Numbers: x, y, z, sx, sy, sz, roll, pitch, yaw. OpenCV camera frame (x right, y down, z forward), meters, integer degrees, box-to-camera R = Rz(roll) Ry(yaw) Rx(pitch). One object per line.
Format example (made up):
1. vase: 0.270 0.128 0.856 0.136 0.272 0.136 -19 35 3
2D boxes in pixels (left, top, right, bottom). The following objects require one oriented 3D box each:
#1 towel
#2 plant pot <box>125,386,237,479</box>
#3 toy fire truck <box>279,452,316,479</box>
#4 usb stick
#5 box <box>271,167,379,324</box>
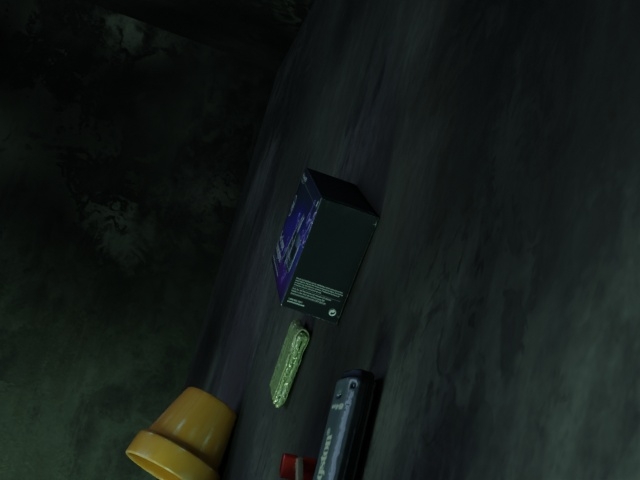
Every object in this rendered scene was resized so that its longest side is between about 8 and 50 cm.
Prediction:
1. towel: -0.056 0.214 1.663 0.110 0.027 0.148 -140 68 -80
2. plant pot: -0.281 0.426 2.040 0.188 0.205 0.205 -59 5 -23
3. toy fire truck: -0.037 0.356 1.227 0.192 0.047 0.135 156 127 -85
4. usb stick: 0.014 0.290 1.128 0.077 0.045 0.278 135 152 -68
5. box: 0.000 0.000 1.557 0.261 0.103 0.184 -114 46 -75
